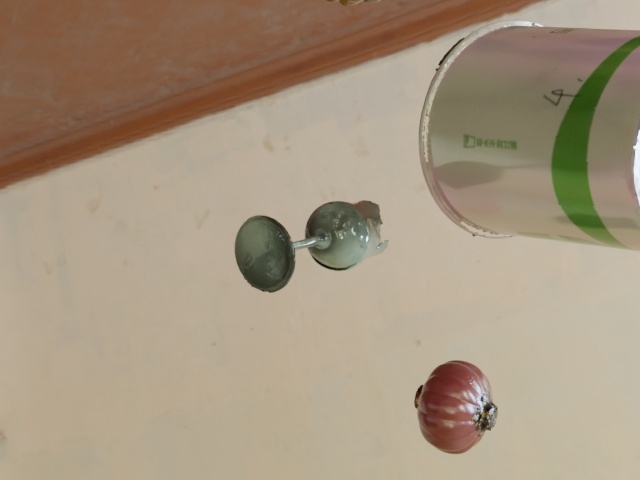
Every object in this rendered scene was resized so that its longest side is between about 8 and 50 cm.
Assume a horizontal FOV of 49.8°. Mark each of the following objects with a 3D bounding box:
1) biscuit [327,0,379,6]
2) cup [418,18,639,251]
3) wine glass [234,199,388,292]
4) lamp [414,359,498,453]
[{"bbox_3d":[0.039,-0.592,1.258,0.325,0.326,0.107,-12,171,-25],"label":"biscuit"},{"bbox_3d":[0.272,-0.103,0.682,0.253,0.253,0.274,-12,-165,-23],"label":"cup"},{"bbox_3d":[0.000,0.000,0.737,0.079,0.079,0.195,-24,175,36],"label":"wine glass"},{"bbox_3d":[0.157,0.193,0.801,0.092,0.108,0.107,9,-175,32],"label":"lamp"}]
